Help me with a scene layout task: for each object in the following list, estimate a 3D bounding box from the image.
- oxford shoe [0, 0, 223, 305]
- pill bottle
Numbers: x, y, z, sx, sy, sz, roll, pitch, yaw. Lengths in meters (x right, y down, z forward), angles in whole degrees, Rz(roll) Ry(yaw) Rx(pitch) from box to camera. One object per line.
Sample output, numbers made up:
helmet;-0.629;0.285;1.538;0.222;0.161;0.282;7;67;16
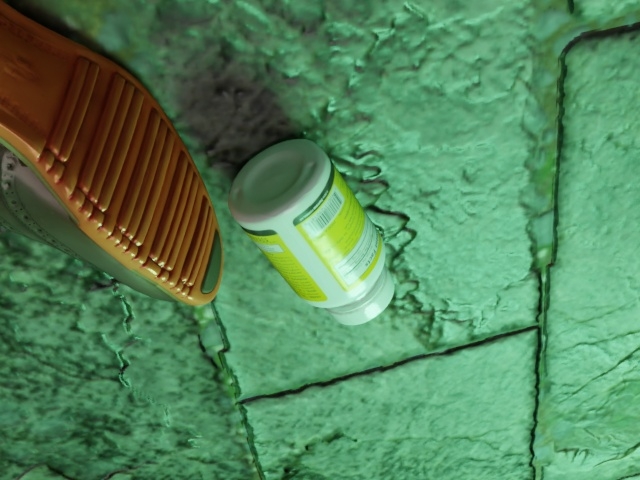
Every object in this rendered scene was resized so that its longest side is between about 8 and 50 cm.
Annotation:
oxford shoe;-0.154;-0.051;0.423;0.098;0.096;0.271;-21;130;30
pill bottle;0.000;0.000;0.506;0.065;0.065;0.116;-28;130;9
